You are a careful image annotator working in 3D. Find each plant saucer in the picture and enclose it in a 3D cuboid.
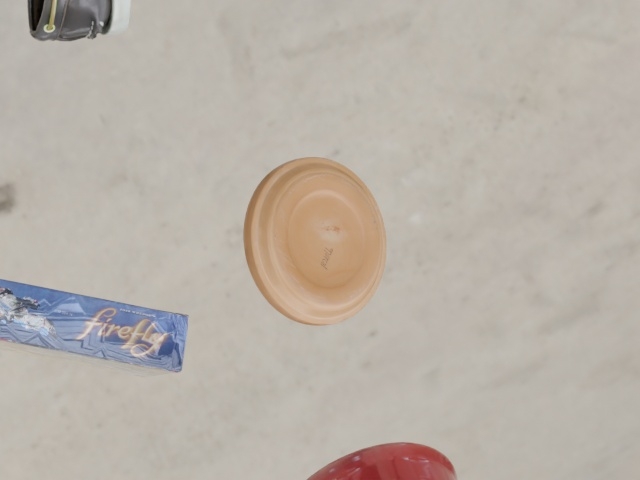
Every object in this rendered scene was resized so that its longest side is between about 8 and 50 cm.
[{"bbox_3d":[0.000,0.000,0.762,0.083,0.083,0.013,-1,175,-36],"label":"plant saucer"}]

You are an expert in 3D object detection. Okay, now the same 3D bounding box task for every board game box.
[{"bbox_3d":[-0.228,0.055,1.121,0.243,0.042,0.165,12,171,-14],"label":"board game box"}]

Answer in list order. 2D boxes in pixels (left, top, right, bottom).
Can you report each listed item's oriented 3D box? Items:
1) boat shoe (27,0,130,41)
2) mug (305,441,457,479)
[{"bbox_3d":[-0.176,-0.243,1.068,0.069,0.081,0.227,-14,123,-23],"label":"boat shoe"},{"bbox_3d":[0.067,0.215,0.852,0.150,0.169,0.113,29,113,-40],"label":"mug"}]
